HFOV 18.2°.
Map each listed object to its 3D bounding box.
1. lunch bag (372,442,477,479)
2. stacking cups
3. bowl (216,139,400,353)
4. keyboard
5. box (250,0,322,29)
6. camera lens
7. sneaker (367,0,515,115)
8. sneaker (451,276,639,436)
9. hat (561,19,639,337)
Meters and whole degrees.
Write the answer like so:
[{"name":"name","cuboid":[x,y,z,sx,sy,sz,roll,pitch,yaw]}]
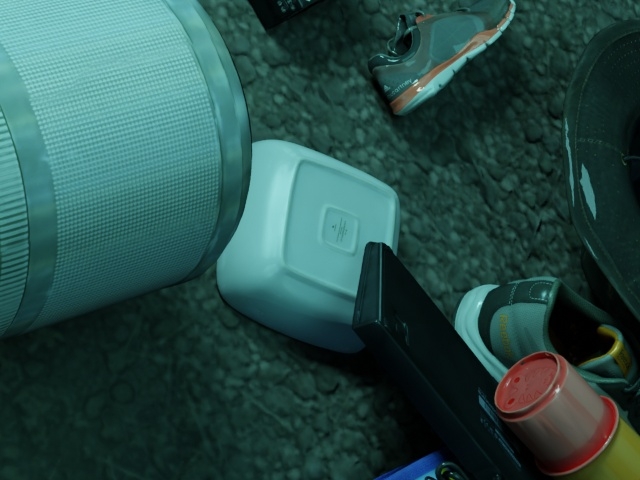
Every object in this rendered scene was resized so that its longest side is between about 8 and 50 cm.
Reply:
[{"name":"lunch bag","cuboid":[0.073,0.271,1.379,0.293,0.138,0.221,-19,83,-49]},{"name":"stacking cups","cuboid":[0.251,0.201,1.498,0.316,0.096,0.096,49,52,-27]},{"name":"bowl","cuboid":[0.000,0.000,1.456,0.142,0.053,0.142,23,64,-27]},{"name":"keyboard","cuboid":[0.118,0.161,1.424,0.317,0.033,0.201,51,21,-24]},{"name":"box","cuboid":[-0.014,-0.208,1.516,0.083,0.052,0.062,-32,95,-39]},{"name":"camera lens","cuboid":[-0.196,-0.052,1.224,0.274,0.219,0.219,-18,85,-38]},{"name":"sneaker","cuboid":[0.095,-0.164,1.577,0.065,0.061,0.158,49,52,-4]},{"name":"sneaker","cuboid":[0.225,0.123,1.540,0.271,0.108,0.100,38,54,-21]},{"name":"hat","cuboid":[0.295,-0.009,1.608,0.331,0.134,0.331,14,56,-21]}]
